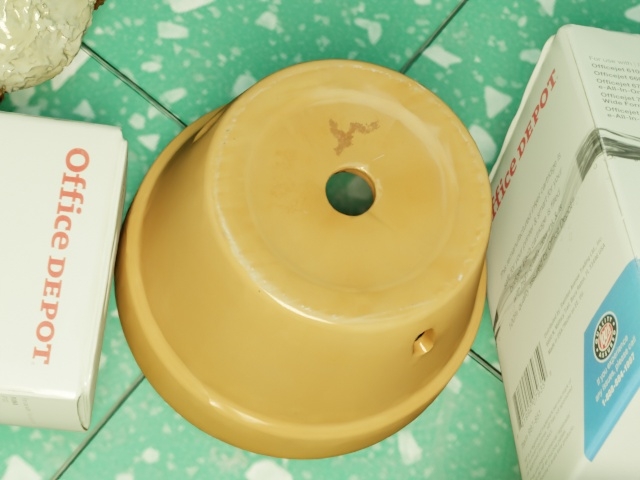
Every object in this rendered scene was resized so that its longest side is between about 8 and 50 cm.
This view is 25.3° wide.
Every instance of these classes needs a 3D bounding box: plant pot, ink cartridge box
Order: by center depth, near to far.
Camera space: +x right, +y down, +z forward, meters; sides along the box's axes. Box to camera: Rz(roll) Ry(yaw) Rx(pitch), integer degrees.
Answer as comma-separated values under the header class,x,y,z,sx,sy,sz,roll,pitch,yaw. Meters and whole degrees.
class,x,y,z,sx,sy,sz,roll,pitch,yaw
ink cartridge box,-0.288,0.016,1.009,0.283,0.117,0.207,7,68,-3
ink cartridge box,0.218,0.030,1.019,0.129,0.223,0.307,6,46,-12
plant pot,0.000,0.000,1.046,0.291,0.203,0.290,4,70,-10

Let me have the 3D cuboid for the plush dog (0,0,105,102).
class,x,y,z,sx,sy,sz,roll,pitch,yaw
plush dog,-0.268,-0.220,1.092,0.262,0.211,0.225,-46,108,-23
